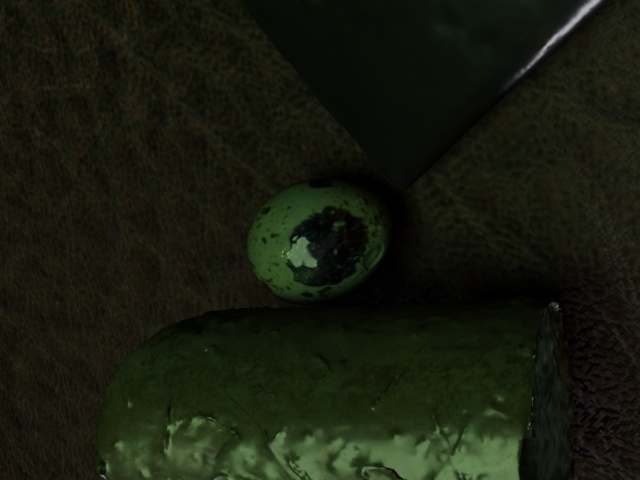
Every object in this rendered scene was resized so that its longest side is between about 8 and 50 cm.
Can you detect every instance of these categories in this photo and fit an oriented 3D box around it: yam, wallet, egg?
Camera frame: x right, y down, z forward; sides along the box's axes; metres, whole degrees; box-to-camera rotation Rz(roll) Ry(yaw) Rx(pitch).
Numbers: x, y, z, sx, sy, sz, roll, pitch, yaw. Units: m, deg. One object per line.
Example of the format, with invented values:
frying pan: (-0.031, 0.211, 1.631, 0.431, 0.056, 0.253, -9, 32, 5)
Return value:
yam: (0.018, 0.121, 0.873, 0.304, 0.168, 0.168, -4, 109, 29)
wallet: (0.087, -0.193, 0.767, 0.197, 0.051, 0.377, 51, 135, 5)
egg: (0.000, 0.000, 0.916, 0.110, 0.085, 0.085, -13, 102, 38)
